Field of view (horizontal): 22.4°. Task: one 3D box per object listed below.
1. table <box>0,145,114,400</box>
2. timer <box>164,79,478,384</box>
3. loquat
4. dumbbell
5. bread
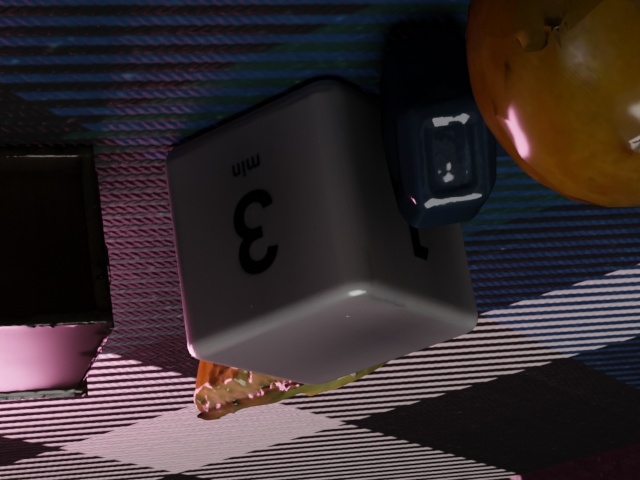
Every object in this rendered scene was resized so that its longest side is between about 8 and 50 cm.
[{"bbox_3d":[-0.273,0.032,1.415,0.173,0.169,0.193,-2,157,-19],"label":"table"},{"bbox_3d":[0.000,0.000,1.408,0.192,0.195,0.194,-22,156,31],"label":"timer"},{"bbox_3d":[0.211,-0.137,1.098,0.235,0.235,0.235,-8,159,-3],"label":"loquat"},{"bbox_3d":[0.210,-0.102,1.291,0.325,0.144,0.160,-7,169,-4],"label":"dumbbell"},{"bbox_3d":[-0.022,0.082,1.671,0.204,0.162,0.262,-29,174,39],"label":"bread"}]
